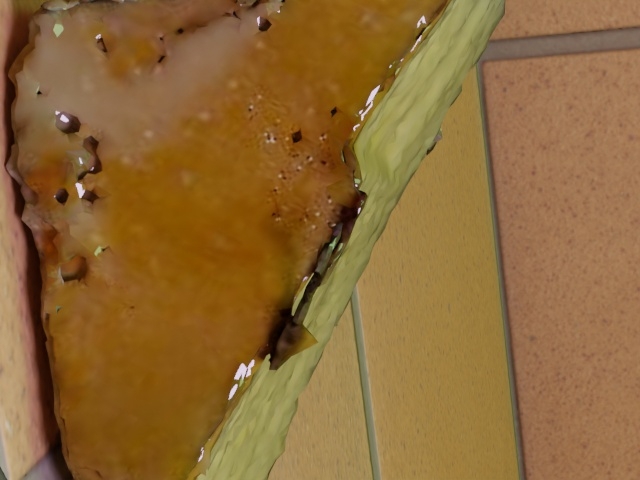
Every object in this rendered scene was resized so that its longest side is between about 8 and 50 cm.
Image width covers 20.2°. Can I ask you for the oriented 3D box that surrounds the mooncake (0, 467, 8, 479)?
[{"bbox_3d":[-0.152,0.128,0.698,0.130,0.073,0.125,60,9,4],"label":"mooncake"}]

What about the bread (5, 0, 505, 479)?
[{"bbox_3d":[0.000,0.000,0.964,0.248,0.279,0.315,-28,102,-81],"label":"bread"}]
